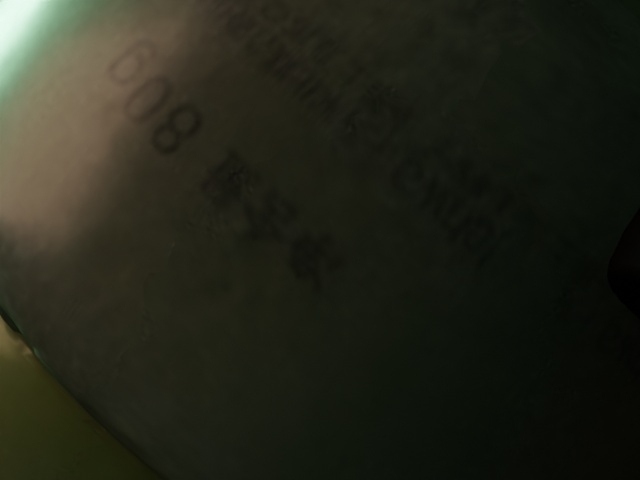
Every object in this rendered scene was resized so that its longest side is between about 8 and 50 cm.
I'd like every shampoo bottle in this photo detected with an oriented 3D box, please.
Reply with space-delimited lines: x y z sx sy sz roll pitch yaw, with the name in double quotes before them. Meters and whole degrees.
"shampoo bottle" 0.000 0.000 0.627 0.317 0.322 0.322 -50 16 12

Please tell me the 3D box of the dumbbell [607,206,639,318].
"dumbbell" 0.184 -0.031 0.441 0.325 0.143 0.143 -60 15 -5
